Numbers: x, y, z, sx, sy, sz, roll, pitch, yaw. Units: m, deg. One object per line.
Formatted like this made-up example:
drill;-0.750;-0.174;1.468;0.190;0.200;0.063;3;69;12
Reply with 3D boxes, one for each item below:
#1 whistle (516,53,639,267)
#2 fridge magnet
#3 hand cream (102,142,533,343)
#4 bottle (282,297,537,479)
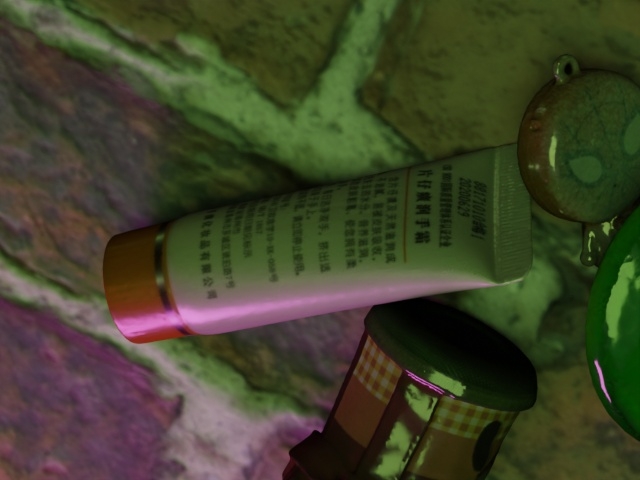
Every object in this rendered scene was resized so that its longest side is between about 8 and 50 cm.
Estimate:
whistle;0.198;-0.030;1.067;0.107;0.057;0.220;-33;113;-24
fridge magnet;0.265;0.045;1.036;0.208;0.088;0.208;-8;108;-24
hand cream;0.000;0.000;1.098;0.314;0.139;0.089;-11;132;20
bottle;0.046;0.181;1.120;0.156;0.143;0.271;12;109;-39
